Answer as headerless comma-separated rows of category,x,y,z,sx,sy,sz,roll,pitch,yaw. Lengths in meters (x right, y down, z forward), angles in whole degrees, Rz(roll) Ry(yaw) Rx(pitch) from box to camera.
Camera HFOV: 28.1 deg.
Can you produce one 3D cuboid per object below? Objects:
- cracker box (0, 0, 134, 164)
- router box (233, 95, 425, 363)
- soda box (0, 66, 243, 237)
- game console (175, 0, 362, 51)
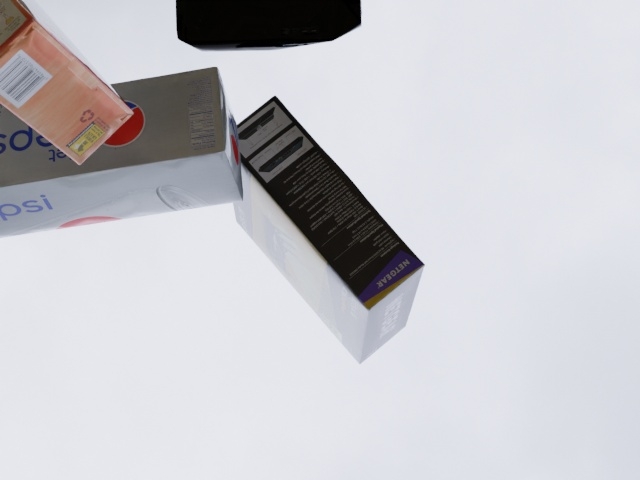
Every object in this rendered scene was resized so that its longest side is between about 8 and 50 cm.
cracker box,-0.261,-0.178,0.990,0.067,0.156,0.232,-43,-118,1
router box,0.000,0.000,1.447,0.081,0.309,0.243,-39,-103,-10
soda box,-0.218,-0.073,1.151,0.286,0.098,0.091,-9,-116,3
game console,-0.064,-0.396,1.460,0.213,0.044,0.362,-3,-96,4
